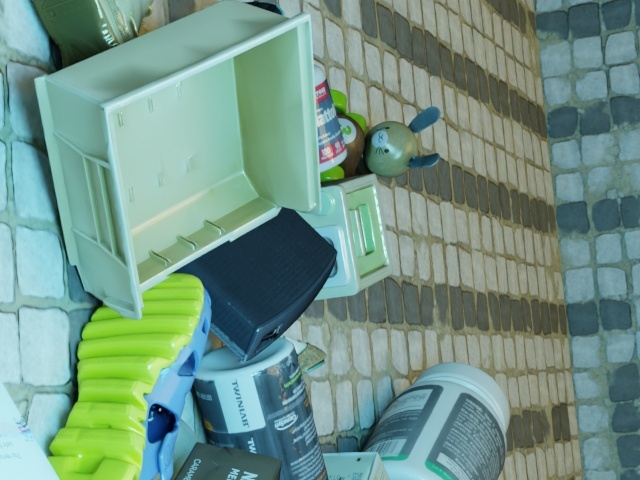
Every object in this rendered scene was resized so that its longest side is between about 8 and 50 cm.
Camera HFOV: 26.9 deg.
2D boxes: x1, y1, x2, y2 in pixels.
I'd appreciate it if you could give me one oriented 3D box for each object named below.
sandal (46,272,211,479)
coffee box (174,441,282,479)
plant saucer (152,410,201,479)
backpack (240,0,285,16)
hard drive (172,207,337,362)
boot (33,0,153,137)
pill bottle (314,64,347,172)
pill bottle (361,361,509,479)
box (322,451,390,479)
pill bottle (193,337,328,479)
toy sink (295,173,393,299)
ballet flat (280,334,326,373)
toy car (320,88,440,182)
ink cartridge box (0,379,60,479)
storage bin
[{"bbox_3d":[-0.190,0.172,1.389,0.138,0.126,0.317,69,32,-46],"label":"sandal"},{"bbox_3d":[-0.114,0.355,1.397,0.141,0.098,0.247,-63,162,-60],"label":"coffee box"},{"bbox_3d":[-0.159,0.288,1.508,0.195,0.037,0.195,-7,90,-67],"label":"plant saucer"},{"bbox_3d":[-0.108,-0.196,1.614,0.144,0.165,0.188,59,36,-45],"label":"backpack"},{"bbox_3d":[-0.080,0.027,1.636,0.172,0.054,0.254,44,34,1],"label":"hard drive"},{"bbox_3d":[-0.216,-0.231,1.476,0.203,0.095,0.262,-60,134,-57],"label":"boot"},{"bbox_3d":[-0.036,-0.186,1.850,0.108,0.108,0.180,-52,129,-59],"label":"pill bottle"},{"bbox_3d":[0.168,0.340,2.031,0.361,0.204,0.204,-48,126,-60],"label":"pill bottle"},{"bbox_3d":[0.048,0.438,1.803,0.311,0.148,0.121,66,29,-30],"label":"box"},{"bbox_3d":[-0.065,0.250,1.615,0.130,0.130,0.246,-41,120,-63],"label":"pill bottle"},{"bbox_3d":[0.000,0.000,1.842,0.234,0.131,0.153,-19,100,-66],"label":"toy sink"},{"bbox_3d":[-0.049,0.161,1.765,0.067,0.073,0.206,65,22,-3],"label":"ballet flat"},{"bbox_3d":[0.090,-0.144,2.021,0.149,0.188,0.155,43,45,-56],"label":"toy car"},{"bbox_3d":[-0.312,0.166,0.917,0.233,0.168,0.171,55,16,18],"label":"ink cartridge box"},{"bbox_3d":[-0.137,-0.086,1.383,0.262,0.123,0.260,-32,132,-35],"label":"storage bin"}]
